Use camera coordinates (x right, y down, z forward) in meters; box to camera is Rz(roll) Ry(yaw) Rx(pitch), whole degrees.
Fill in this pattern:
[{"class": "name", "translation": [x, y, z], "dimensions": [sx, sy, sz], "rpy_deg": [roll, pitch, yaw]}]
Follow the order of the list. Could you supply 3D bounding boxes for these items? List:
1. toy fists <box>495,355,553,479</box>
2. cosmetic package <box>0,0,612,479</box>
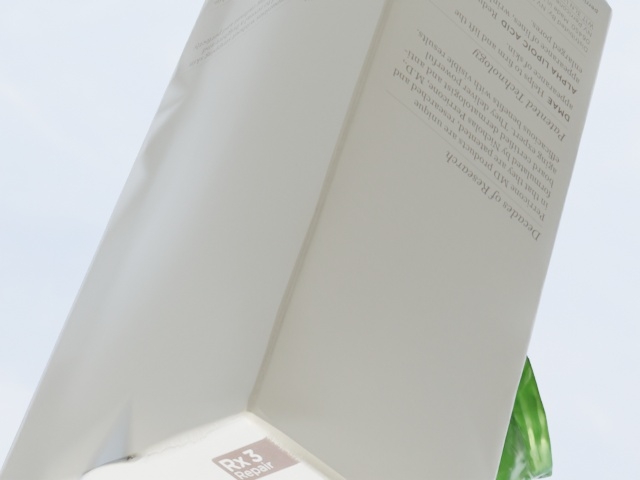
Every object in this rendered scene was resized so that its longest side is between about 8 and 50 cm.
[{"class": "toy fists", "translation": [0.113, 0.213, 1.369], "dimensions": [0.142, 0.279, 0.096], "rpy_deg": [-13, 172, -6]}, {"class": "cosmetic package", "translation": [0.000, 0.000, 0.967], "dimensions": [0.156, 0.217, 0.385], "rpy_deg": [38, -127, -26]}]
